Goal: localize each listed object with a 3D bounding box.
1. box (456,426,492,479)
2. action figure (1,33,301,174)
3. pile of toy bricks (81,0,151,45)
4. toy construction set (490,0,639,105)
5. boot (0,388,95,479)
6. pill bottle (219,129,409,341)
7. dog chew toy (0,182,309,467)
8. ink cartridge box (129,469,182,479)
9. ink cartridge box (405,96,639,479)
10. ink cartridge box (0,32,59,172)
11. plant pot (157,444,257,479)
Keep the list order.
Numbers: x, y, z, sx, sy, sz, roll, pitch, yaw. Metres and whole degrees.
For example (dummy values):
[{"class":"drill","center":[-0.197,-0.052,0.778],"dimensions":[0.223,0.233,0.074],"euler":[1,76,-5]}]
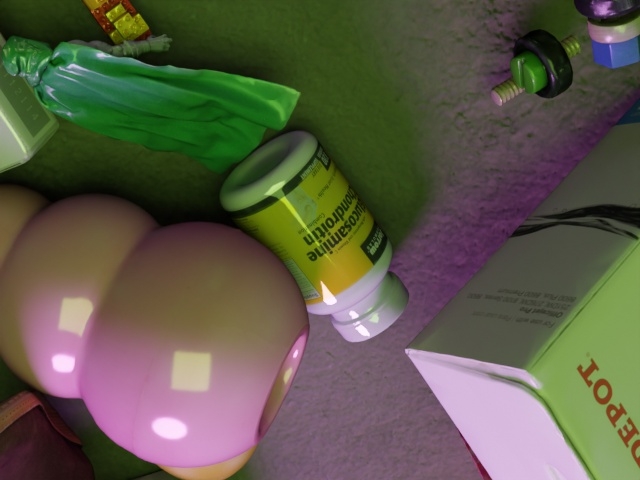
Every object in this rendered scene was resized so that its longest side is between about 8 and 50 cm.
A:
[{"class":"box","center":[0.267,0.259,1.254],"dimensions":[0.128,0.122,0.257],"euler":[-37,112,6]},{"class":"action figure","center":[-0.151,-0.125,1.041],"dimensions":[0.232,0.063,0.137],"euler":[13,141,-32]},{"class":"pile of toy bricks","center":[-0.177,-0.249,0.986],"dimensions":[0.118,0.105,0.212],"euler":[-39,117,-6]},{"class":"toy construction set","center":[0.223,-0.298,1.008],"dimensions":[0.237,0.257,0.308],"euler":[-31,102,-14]},{"class":"boot","center":[-0.229,0.230,1.041],"dimensions":[0.090,0.248,0.206],"euler":[-25,89,4]},{"class":"pill bottle","center":[0.000,0.000,1.126],"dimensions":[0.103,0.103,0.184],"euler":[-35,112,6]},{"class":"dog chew toy","center":[-0.181,0.055,1.062],"dimensions":[0.332,0.206,0.206],"euler":[22,108,9]},{"class":"ink cartridge box","center":[-0.163,0.346,1.243],"dimensions":[0.159,0.092,0.217],"euler":[-17,114,-1]},{"class":"ink cartridge box","center":[0.305,0.073,1.079],"dimensions":[0.395,0.166,0.285],"euler":[-44,114,-22]},{"class":"ink cartridge box","center":[-0.400,-0.160,1.027],"dimensions":[0.261,0.066,0.296],"euler":[-19,115,27]},{"class":"plant pot","center":[-0.110,0.173,1.176],"dimensions":[0.134,0.134,0.095],"euler":[-10,139,-4]}]
